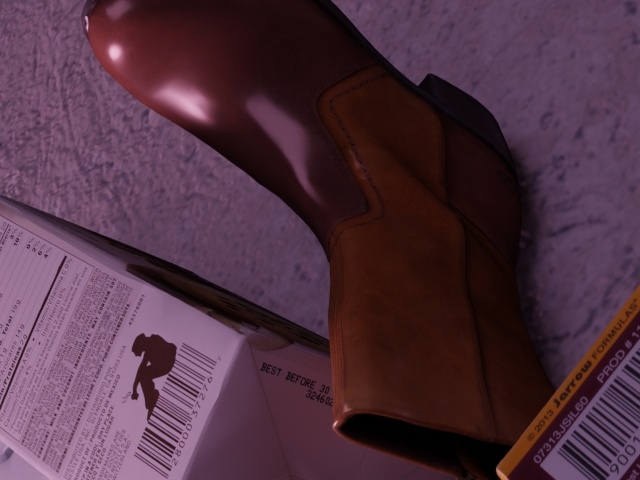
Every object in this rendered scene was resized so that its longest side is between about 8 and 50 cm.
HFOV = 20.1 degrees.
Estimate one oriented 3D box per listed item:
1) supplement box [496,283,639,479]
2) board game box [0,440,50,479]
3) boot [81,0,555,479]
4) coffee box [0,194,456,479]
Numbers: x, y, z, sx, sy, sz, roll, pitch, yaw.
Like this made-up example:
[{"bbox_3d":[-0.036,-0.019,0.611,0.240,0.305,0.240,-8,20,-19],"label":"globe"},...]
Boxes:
[{"bbox_3d":[0.170,0.103,0.680,0.104,0.188,0.081,-52,38,3],"label":"supplement box"},{"bbox_3d":[-0.206,0.323,1.031,0.390,0.050,0.390,-56,37,-4],"label":"board game box"},{"bbox_3d":[0.000,0.000,0.882,0.096,0.264,0.280,-44,30,28],"label":"boot"},{"bbox_3d":[-0.077,0.082,0.973,0.297,0.168,0.119,23,90,53],"label":"coffee box"}]
